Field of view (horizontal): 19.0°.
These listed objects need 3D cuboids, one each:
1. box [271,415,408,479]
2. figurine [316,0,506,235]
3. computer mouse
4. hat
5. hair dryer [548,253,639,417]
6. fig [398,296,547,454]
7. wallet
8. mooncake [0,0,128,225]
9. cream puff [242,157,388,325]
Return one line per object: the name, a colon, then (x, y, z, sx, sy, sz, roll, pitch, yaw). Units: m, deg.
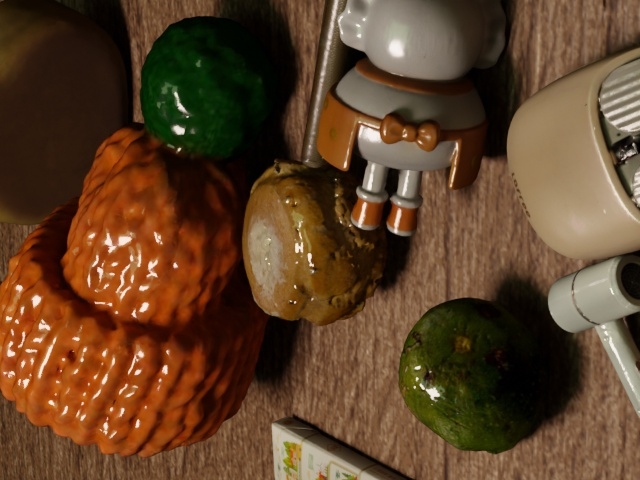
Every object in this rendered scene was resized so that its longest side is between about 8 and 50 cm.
box: (0.032, 0.265, 1.870, 0.220, 0.032, 0.122, 23, 123, 46)
figurine: (0.075, -0.130, 1.544, 0.143, 0.143, 0.271, 44, 138, 33)
computer mouse: (0.223, -0.063, 1.424, 0.236, 0.082, 0.145, -19, 89, 56)
hat: (-0.133, 0.003, 1.814, 0.285, 0.285, 0.400, 50, 125, 27)
hair dryer: (0.240, 0.082, 1.501, 0.082, 0.047, 0.137, -25, 91, 54)
fig: (0.132, 0.124, 1.609, 0.123, 0.123, 0.156, 47, 166, 30)
wallet: (0.022, -0.169, 1.624, 0.031, 0.110, 0.198, 17, 125, 11)
mooncake: (-0.305, -0.127, 1.989, 0.117, 0.235, 0.235, 28, 127, 39)
cream puff: (0.000, 0.000, 1.720, 0.165, 0.115, 0.150, -37, 68, 63)
